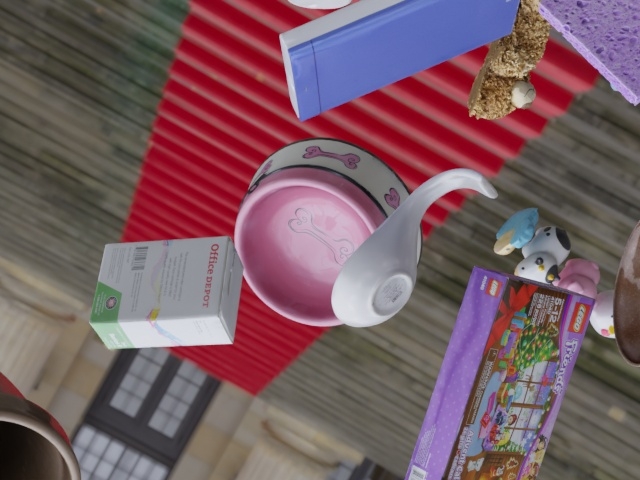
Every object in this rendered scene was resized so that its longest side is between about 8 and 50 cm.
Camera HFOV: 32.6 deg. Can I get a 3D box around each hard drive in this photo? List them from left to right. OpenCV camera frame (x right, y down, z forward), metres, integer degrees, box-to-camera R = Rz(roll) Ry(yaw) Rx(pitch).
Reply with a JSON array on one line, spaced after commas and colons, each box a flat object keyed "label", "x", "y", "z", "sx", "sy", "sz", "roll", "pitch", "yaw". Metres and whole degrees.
[{"label": "hard drive", "x": 0.107, "y": -0.267, "z": 1.418, "sx": 0.210, "sy": 0.319, "sz": 0.040, "roll": 81, "pitch": 165, "yaw": -73}]

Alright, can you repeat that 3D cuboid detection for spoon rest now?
[{"label": "spoon rest", "x": 0.120, "y": 0.007, "z": 1.512, "sx": 0.084, "sy": 0.276, "sz": 0.137, "roll": 44, "pitch": 180, "yaw": 43}]

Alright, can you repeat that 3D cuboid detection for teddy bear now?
[{"label": "teddy bear", "x": 0.379, "y": -0.372, "z": 2.012, "sx": 0.113, "sy": 0.338, "sz": 0.245, "roll": 18, "pitch": -172, "yaw": -3}]

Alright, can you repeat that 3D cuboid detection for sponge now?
[{"label": "sponge", "x": 0.434, "y": -0.309, "z": 1.613, "sx": 0.210, "sy": 0.117, "sz": 0.031, "roll": 50, "pitch": 173, "yaw": 18}]

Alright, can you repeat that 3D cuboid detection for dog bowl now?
[{"label": "dog bowl", "x": 0.000, "y": 0.000, "z": 2.297, "sx": 0.408, "sy": 0.408, "sz": 0.150, "roll": 30, "pitch": -147, "yaw": 8}]

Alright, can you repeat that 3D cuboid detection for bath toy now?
[{"label": "bath toy", "x": 0.514, "y": 0.083, "z": 2.228, "sx": 0.348, "sy": 0.151, "sz": 0.129, "roll": 39, "pitch": 170, "yaw": -14}]

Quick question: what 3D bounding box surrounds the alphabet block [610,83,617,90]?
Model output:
[{"label": "alphabet block", "x": 0.665, "y": -0.401, "z": 2.067, "sx": 0.197, "sy": 0.193, "sz": 0.192, "roll": -8, "pitch": 179, "yaw": -18}]

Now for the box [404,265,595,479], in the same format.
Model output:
[{"label": "box", "x": 0.223, "y": 0.189, "z": 1.352, "sx": 0.201, "sy": 0.293, "sz": 0.057, "roll": 13, "pitch": -174, "yaw": -45}]

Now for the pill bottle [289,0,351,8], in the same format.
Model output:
[{"label": "pill bottle", "x": 0.002, "y": -0.510, "z": 1.866, "sx": 0.118, "sy": 0.208, "sz": 0.117, "roll": 2, "pitch": 176, "yaw": 0}]

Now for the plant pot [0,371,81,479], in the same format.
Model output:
[{"label": "plant pot", "x": -0.467, "y": 0.275, "z": 1.441, "sx": 0.263, "sy": 0.263, "sz": 0.229, "roll": 27, "pitch": -169, "yaw": -34}]

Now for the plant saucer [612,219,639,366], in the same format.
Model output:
[{"label": "plant saucer", "x": 0.409, "y": 0.056, "z": 1.317, "sx": 0.036, "sy": 0.198, "sz": 0.198, "roll": 11, "pitch": -175, "yaw": -8}]

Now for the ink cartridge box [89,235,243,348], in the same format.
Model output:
[{"label": "ink cartridge box", "x": -0.239, "y": 0.083, "z": 1.732, "sx": 0.212, "sy": 0.154, "sz": 0.093, "roll": -5, "pitch": 143, "yaw": 12}]
